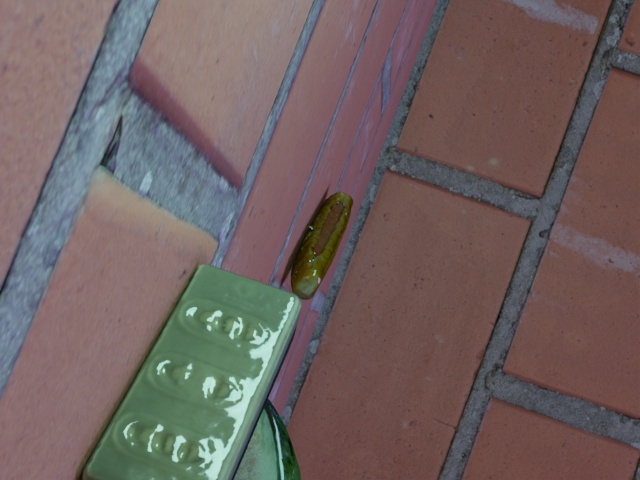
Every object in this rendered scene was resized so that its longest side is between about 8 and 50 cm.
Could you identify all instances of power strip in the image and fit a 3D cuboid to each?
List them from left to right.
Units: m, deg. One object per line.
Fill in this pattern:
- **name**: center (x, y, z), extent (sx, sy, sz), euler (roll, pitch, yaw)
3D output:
- **power strip**: center (-0.100, 0.127, 0.855), extent (0.256, 0.105, 0.070), euler (-66, 174, -45)

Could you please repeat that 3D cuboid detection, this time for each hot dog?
- **hot dog**: center (0.003, 0.003, 1.752), extent (0.286, 0.061, 0.088), euler (-64, 176, -60)

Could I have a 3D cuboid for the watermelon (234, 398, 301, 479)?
- **watermelon**: center (-0.107, 0.288, 1.109), extent (0.224, 0.180, 0.305), euler (140, -30, -67)
